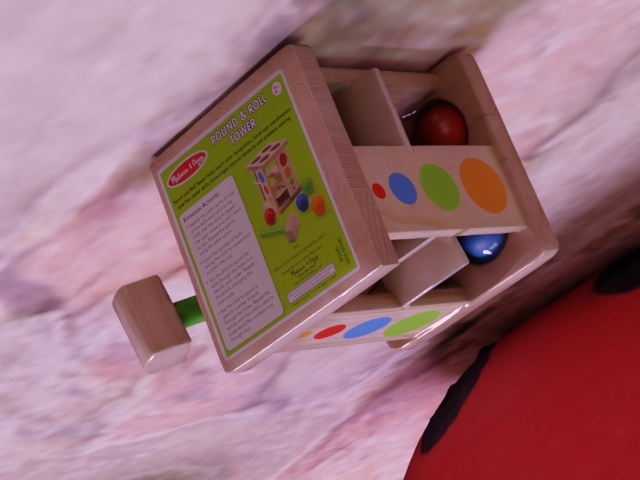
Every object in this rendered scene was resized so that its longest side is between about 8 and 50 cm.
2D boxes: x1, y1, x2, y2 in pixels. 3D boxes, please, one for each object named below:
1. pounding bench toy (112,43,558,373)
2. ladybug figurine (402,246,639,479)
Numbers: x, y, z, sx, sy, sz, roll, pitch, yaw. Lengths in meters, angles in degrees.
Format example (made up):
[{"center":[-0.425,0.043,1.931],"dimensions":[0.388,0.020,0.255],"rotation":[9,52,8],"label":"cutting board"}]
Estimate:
[{"center":[0.000,0.000,0.432],"dimensions":[0.065,0.052,0.083],"rotation":[-3,154,-46],"label":"pounding bench toy"},{"center":[0.200,0.059,0.651],"dimensions":[0.449,0.162,0.305],"rotation":[-27,162,14],"label":"ladybug figurine"}]
